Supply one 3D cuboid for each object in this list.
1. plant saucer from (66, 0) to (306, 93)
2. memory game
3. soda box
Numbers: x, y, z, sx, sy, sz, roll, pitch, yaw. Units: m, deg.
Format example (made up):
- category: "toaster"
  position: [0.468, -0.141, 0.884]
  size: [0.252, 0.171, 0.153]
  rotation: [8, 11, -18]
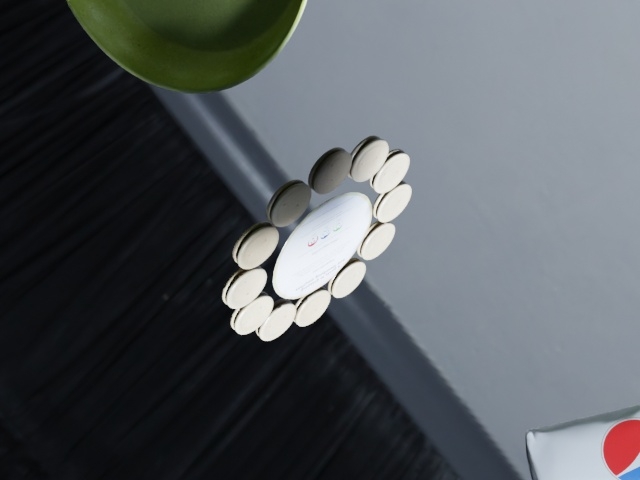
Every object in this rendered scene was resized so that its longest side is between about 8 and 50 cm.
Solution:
- category: "plant saucer"
  position: [-0.095, -0.221, 0.786]
  size: [0.241, 0.037, 0.241]
  rotation: [15, 119, 30]
- category: "memory game"
  position: [0.000, 0.000, 0.863]
  size: [0.012, 0.186, 0.186]
  rotation: [41, 136, 28]
- category: "soda box"
  position: [0.264, 0.156, 0.857]
  size: [0.216, 0.069, 0.074]
  rotation: [-14, 157, 5]
